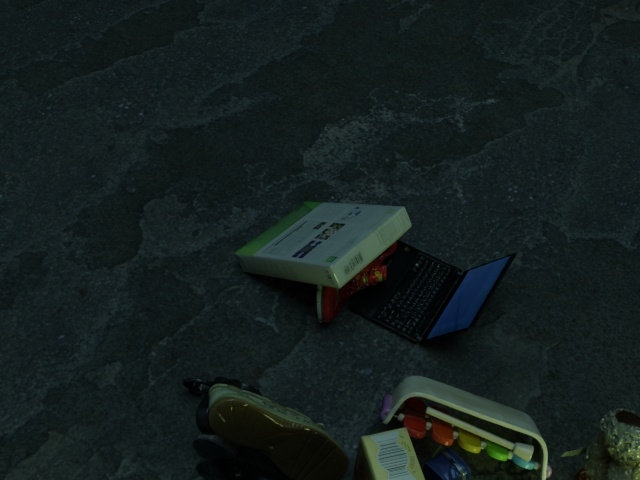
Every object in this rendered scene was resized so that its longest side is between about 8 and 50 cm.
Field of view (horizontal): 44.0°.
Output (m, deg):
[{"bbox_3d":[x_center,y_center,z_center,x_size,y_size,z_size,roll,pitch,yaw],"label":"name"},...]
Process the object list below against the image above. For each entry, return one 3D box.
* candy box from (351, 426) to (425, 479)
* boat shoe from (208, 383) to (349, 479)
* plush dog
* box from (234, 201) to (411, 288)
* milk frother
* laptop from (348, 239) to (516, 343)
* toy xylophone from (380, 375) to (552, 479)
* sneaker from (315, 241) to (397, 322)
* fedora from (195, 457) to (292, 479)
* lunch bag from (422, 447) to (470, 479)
[{"bbox_3d":[0.137,0.487,1.269,0.088,0.183,0.316,-8,50,-12],"label":"candy box"},{"bbox_3d":[-0.070,0.332,1.388,0.285,0.104,0.089,37,8,-22],"label":"boat shoe"},{"bbox_3d":[0.545,0.439,1.325,0.262,0.210,0.225,26,29,-31],"label":"plush dog"},{"bbox_3d":[0.000,0.000,1.665,0.232,0.058,0.322,-38,28,-32],"label":"box"},{"bbox_3d":[-0.201,0.322,1.457,0.143,0.129,0.134,-18,33,40],"label":"milk frother"},{"bbox_3d":[0.232,0.086,1.665,0.264,0.136,0.234,27,51,18],"label":"laptop"},{"bbox_3d":[0.261,0.332,1.407,0.323,0.081,0.236,20,7,12],"label":"toy xylophone"},{"bbox_3d":[0.079,0.068,1.676,0.118,0.107,0.279,16,49,23],"label":"sneaker"},{"bbox_3d":[-0.073,0.471,1.243,0.334,0.334,0.152,21,83,13],"label":"fedora"},{"bbox_3d":[0.224,0.414,1.398,0.065,0.098,0.067,-26,50,-28],"label":"lunch bag"}]
